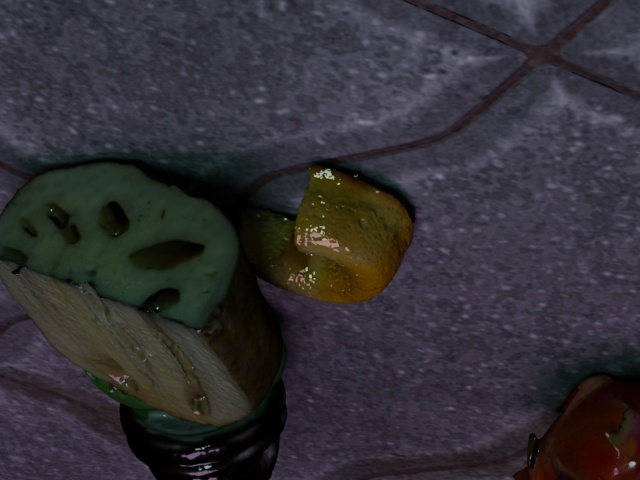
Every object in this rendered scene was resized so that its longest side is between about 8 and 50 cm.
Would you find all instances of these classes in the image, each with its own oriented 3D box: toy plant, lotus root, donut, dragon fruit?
[{"bbox_3d":[-0.135,0.156,2.079,0.218,0.175,0.235,-3,123,11],"label":"toy plant"},{"bbox_3d":[-0.134,0.060,1.855,0.267,0.149,0.260,18,157,32],"label":"lotus root"},{"bbox_3d":[0.008,0.005,1.819,0.146,0.078,0.181,28,150,-24],"label":"donut"},{"bbox_3d":[0.309,0.249,2.026,0.224,0.224,0.227,17,145,-12],"label":"dragon fruit"}]
